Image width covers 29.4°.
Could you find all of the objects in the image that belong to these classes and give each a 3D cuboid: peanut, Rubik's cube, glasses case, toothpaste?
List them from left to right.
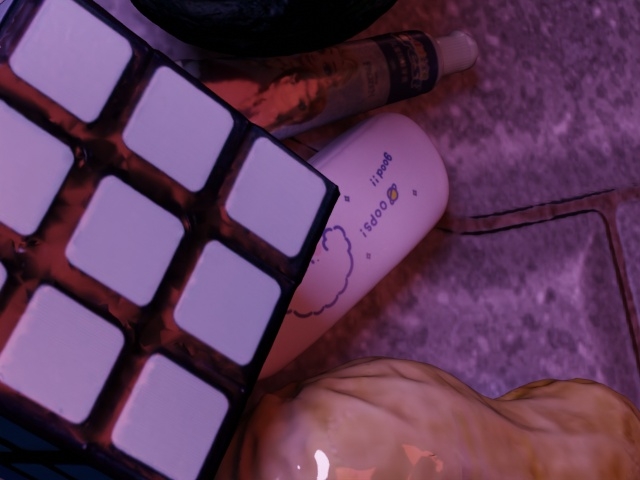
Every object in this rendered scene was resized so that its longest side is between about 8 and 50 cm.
[{"bbox_3d":[-0.117,0.010,0.525,0.162,0.160,0.163,33,66,-25],"label":"Rubik's cube"},{"bbox_3d":[0.000,0.000,0.673,0.197,0.049,0.076,-41,105,-32],"label":"glasses case"},{"bbox_3d":[0.004,-0.090,0.703,0.216,0.037,0.062,-17,90,-30],"label":"toothpaste"},{"bbox_3d":[0.078,0.133,0.652,0.305,0.147,0.147,10,76,-32],"label":"peanut"}]

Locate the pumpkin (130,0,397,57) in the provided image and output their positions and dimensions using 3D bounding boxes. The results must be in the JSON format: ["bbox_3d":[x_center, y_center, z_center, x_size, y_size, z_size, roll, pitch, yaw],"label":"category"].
[{"bbox_3d":[-0.058,-0.211,0.592,0.248,0.248,0.248,7,78,-33],"label":"pumpkin"}]
